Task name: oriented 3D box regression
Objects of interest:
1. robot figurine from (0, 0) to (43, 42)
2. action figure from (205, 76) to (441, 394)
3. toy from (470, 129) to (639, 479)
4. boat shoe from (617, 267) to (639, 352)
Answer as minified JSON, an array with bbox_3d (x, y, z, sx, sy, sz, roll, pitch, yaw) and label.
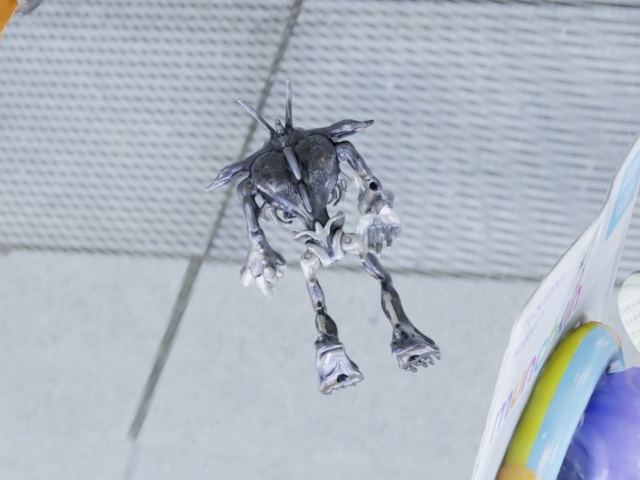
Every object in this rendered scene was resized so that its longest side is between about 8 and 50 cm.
[{"bbox_3d":[-0.172,-0.207,0.954,0.085,0.291,0.211,35,112,-27],"label":"robot figurine"},{"bbox_3d":[0.000,0.000,1.558,0.164,0.275,0.141,-19,160,-5],"label":"action figure"},{"bbox_3d":[0.073,0.099,0.491,0.056,0.137,0.237,20,120,14],"label":"toy"},{"bbox_3d":[0.504,0.116,1.553,0.500,0.156,0.187,18,144,31],"label":"boat shoe"}]
